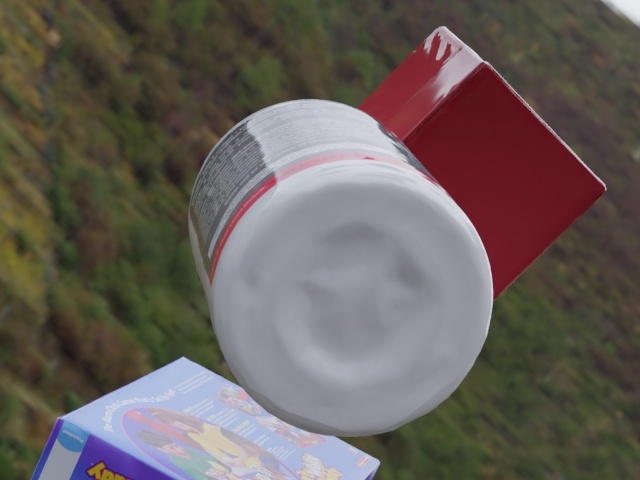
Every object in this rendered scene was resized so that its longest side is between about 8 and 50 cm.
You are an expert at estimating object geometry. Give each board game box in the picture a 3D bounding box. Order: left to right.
[{"bbox_3d":[-0.094,0.217,1.622,0.233,0.078,0.347,27,10,10],"label":"board game box"}]

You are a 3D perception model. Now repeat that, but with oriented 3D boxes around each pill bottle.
[{"bbox_3d":[0.000,0.000,1.214,0.176,0.176,0.318,45,5,-17],"label":"pill bottle"}]

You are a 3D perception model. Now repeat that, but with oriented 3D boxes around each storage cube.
[{"bbox_3d":[0.134,-0.067,1.750,0.215,0.193,0.183,43,6,-19],"label":"storage cube"}]
